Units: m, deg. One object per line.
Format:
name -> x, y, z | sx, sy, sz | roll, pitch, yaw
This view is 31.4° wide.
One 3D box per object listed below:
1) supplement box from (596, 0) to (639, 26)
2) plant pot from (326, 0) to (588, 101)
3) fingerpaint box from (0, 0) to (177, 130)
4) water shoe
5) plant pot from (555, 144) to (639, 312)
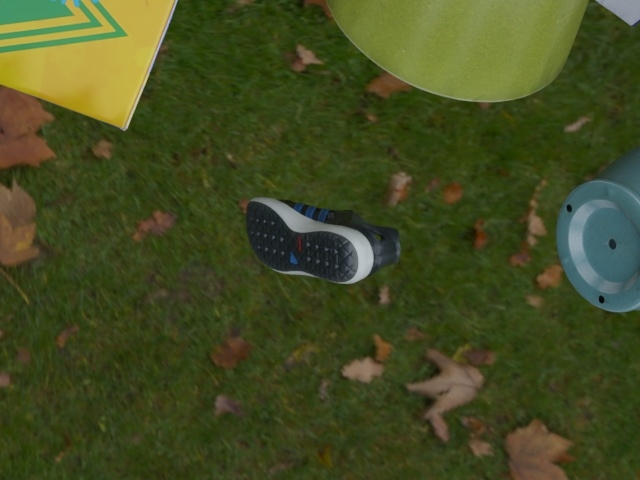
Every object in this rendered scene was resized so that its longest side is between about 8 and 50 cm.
supplement box -> 0.318, -0.368, 1.269 | 0.111, 0.220, 0.114 | -39, 151, 26
plant pot -> 0.169, -0.332, 1.089 | 0.274, 0.275, 0.293 | -1, 145, -18
fingerpaint box -> -0.314, -0.299, 1.019 | 0.371, 0.445, 0.163 | 19, 112, -16
water shoe -> 0.000, 0.000, 1.169 | 0.080, 0.203, 0.073 | -11, 112, -36
plant pot -> 0.477, -0.014, 1.575 | 0.255, 0.271, 0.272 | -15, 106, -34
